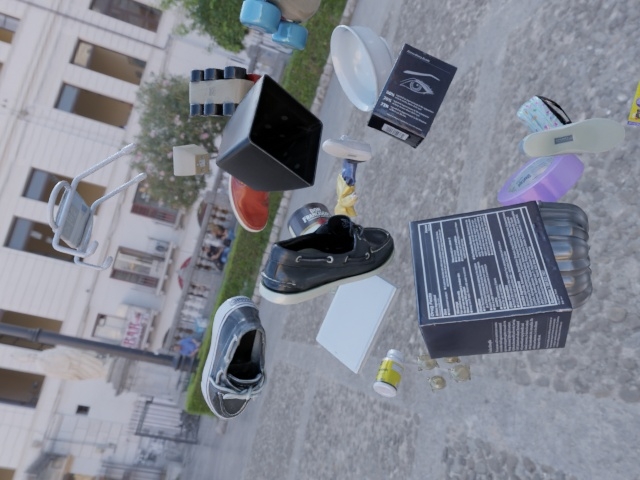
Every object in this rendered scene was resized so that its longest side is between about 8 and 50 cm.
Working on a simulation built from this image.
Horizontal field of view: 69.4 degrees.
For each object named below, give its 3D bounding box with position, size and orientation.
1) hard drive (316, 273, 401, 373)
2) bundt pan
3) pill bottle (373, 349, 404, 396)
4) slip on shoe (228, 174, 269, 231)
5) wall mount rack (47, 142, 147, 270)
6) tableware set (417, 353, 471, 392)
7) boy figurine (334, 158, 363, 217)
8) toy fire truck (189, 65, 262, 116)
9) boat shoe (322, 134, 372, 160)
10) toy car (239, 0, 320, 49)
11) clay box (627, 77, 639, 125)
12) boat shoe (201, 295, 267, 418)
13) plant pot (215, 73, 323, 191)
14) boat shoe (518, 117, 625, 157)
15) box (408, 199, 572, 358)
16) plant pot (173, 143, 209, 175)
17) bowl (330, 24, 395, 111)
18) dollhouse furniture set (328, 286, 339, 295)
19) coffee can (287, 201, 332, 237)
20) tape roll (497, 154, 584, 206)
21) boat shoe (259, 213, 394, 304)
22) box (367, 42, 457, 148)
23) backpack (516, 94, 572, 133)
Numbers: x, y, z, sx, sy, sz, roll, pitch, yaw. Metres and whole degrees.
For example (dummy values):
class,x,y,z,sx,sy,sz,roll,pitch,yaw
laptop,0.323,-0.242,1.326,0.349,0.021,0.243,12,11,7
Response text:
class,x,y,z,sx,sy,sz,roll,pitch,yaw
hard drive,0.117,0.243,1.503,0.203,0.040,0.307,32,104,40
bundt pan,0.690,0.045,1.299,0.124,0.331,0.330,-3,66,30
pill bottle,0.190,0.358,1.254,0.116,0.065,0.065,-61,3,-37
slip on shoe,-0.181,-0.175,1.267,0.101,0.123,0.331,24,119,43
wall mount rack,-0.566,-0.088,1.190,0.350,0.131,0.304,139,144,-71
tableware set,0.419,0.436,1.572,0.141,0.169,0.020,-106,0,-49
boy figurine,0.106,-0.188,1.676,0.177,0.092,0.285,-109,18,-51
toy fire truck,-0.207,-0.371,1.266,0.217,0.246,0.158,12,104,39
boat shoe,0.088,-0.306,1.491,0.066,0.184,0.063,152,119,-61
toy car,-0.134,-0.521,0.898,0.210,0.238,0.219,-12,-60,-64
clay box,0.952,-0.417,1.281,0.053,0.127,0.222,-53,-37,-26
boat shoe,-0.154,0.255,0.889,0.105,0.113,0.306,48,131,45
plant pot,-0.126,-0.214,1.034,0.167,0.188,0.187,-18,53,38
boat shoe,0.584,-0.241,1.091,0.081,0.228,0.079,-67,-30,-76
box,0.371,0.092,1.062,0.182,0.294,0.296,65,-157,-47
plant pot,-0.480,-0.297,1.744,0.109,0.096,0.109,-26,-52,-53
bowl,0.166,-0.612,1.598,0.297,0.134,0.298,58,168,20
dollhouse furniture set,0.051,0.112,1.688,0.184,0.129,0.129,11,104,53
coffee can,0.000,0.000,1.990,0.275,0.202,0.201,59,138,35
tape roll,0.745,-0.200,1.577,0.275,0.090,0.275,-44,5,4
boat shoe,0.029,0.009,0.863,0.127,0.340,0.113,26,122,43
box,0.234,-0.371,1.197,0.207,0.153,0.108,-64,0,-4
backpack,0.781,-0.419,1.617,0.115,0.182,0.152,-42,-1,15
